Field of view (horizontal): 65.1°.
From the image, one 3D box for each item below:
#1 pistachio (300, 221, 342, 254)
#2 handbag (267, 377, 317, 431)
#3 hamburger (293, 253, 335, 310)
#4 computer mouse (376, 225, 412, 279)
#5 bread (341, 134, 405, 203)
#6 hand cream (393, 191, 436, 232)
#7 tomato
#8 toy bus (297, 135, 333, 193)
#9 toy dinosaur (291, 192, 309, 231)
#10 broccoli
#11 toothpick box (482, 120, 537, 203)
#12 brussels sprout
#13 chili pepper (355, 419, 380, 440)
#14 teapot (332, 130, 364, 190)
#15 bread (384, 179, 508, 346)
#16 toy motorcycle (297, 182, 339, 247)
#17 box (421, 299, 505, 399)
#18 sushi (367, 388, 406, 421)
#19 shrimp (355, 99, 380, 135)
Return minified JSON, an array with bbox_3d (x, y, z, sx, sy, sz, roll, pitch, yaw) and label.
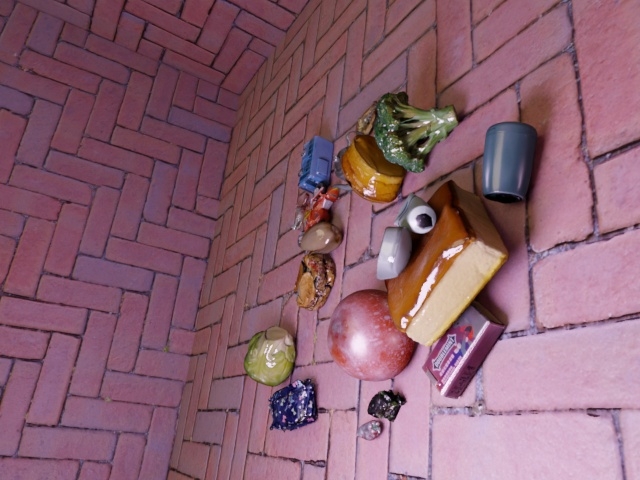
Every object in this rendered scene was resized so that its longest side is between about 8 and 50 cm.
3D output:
[{"bbox_3d":[0.000,0.000,1.977,0.206,0.129,0.131,-31,16,50],"label":"pistachio"},{"bbox_3d":[-0.100,0.606,1.837,0.260,0.113,0.161,-42,46,44],"label":"handbag"},{"bbox_3d":[-0.026,0.168,1.967,0.231,0.107,0.230,-32,51,52],"label":"hamburger"},{"bbox_3d":[0.189,0.035,1.293,0.231,0.079,0.127,71,-143,-79],"label":"computer mouse"},{"bbox_3d":[0.177,-0.241,1.703,0.142,0.196,0.269,-64,34,38],"label":"bread"},{"bbox_3d":[0.250,-0.072,1.362,0.109,0.067,0.320,-62,3,8],"label":"hand cream"},{"bbox_3d":[0.136,0.269,1.453,0.270,0.227,0.270,-36,46,47],"label":"tomato"},{"bbox_3d":[-0.019,-0.337,2.241,0.134,0.116,0.233,-28,49,51],"label":"toy bus"},{"bbox_3d":[-0.081,-0.113,2.292,0.167,0.053,0.242,-59,20,13],"label":"toy dinosaur"},{"bbox_3d":[0.292,-0.359,1.559,0.269,0.269,0.254,-32,52,53],"label":"broccoli"},{"bbox_3d":[0.457,-0.186,1.225,0.120,0.120,0.184,-6,71,62],"label":"toothpick box"},{"bbox_3d":[-0.200,0.466,2.022,0.244,0.244,0.244,-41,41,47],"label":"brussels sprout"},{"bbox_3d":[0.144,0.559,1.472,0.153,0.041,0.050,118,177,-56],"label":"chili pepper"},{"bbox_3d":[0.115,-0.302,1.924,0.162,0.149,0.239,20,93,65],"label":"teapot"},{"bbox_3d":[0.303,0.050,1.287,0.333,0.143,0.323,-59,12,25],"label":"bread"},{"bbox_3d":[-0.014,-0.100,2.118,0.171,0.089,0.298,24,95,62],"label":"toy motorcycle"},{"bbox_3d":[0.345,0.263,1.227,0.224,0.069,0.120,-64,27,15],"label":"box"},{"bbox_3d":[0.184,0.457,1.406,0.084,0.083,0.056,-61,28,26],"label":"sushi"},{"bbox_3d":[0.194,-0.487,2.003,0.180,0.041,0.099,-52,34,34],"label":"shrimp"}]
